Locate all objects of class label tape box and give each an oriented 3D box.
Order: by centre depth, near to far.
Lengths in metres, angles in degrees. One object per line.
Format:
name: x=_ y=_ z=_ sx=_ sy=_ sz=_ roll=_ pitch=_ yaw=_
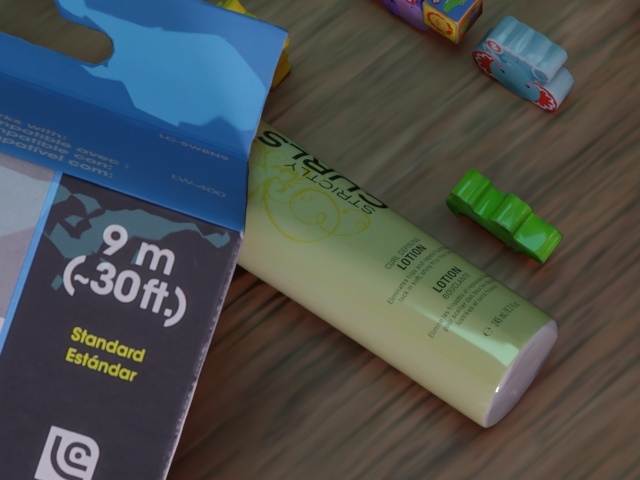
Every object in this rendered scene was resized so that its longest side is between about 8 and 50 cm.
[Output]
label tape box: x=-0.167 y=0.014 z=0.741 sx=0.241 sy=0.106 sz=0.333 roll=19 pitch=83 yaw=-7

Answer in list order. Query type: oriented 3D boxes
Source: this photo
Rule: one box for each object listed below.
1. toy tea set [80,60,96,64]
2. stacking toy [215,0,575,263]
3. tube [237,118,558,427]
toy tea set: x=-0.189 y=-0.121 z=0.861 sx=0.200 sy=0.124 sz=0.336 roll=9 pitch=68 yaw=8
stacking toy: x=0.072 y=-0.109 z=0.879 sx=0.221 sy=0.052 sz=0.167 roll=36 pitch=76 yaw=16
tube: x=0.000 y=0.000 z=0.830 sx=0.240 sy=0.070 sz=0.062 roll=34 pitch=100 yaw=20
